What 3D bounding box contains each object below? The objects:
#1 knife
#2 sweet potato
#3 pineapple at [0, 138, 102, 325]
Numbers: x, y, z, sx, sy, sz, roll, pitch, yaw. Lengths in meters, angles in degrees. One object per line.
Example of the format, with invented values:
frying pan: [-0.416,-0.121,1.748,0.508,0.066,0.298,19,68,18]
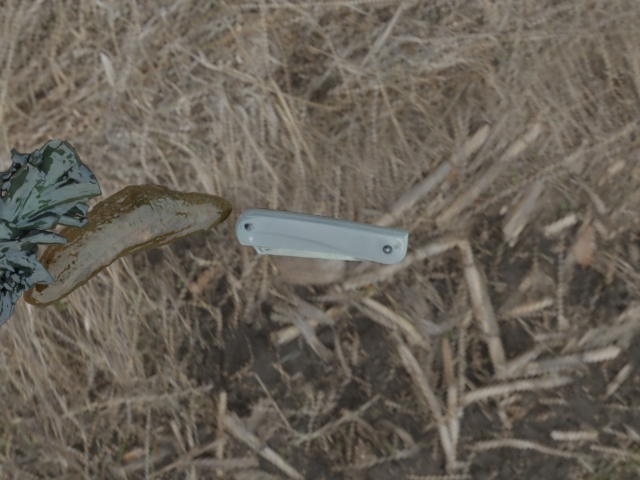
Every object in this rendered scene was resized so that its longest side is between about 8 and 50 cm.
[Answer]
knife: [0.001,-0.003,1.698,0.265,0.040,0.073,6,107,5]
sweet potato: [-0.273,-0.020,1.574,0.341,0.092,0.114,-28,127,-28]
pineapple: [-0.330,0.030,0.992,0.310,0.141,0.170,-47,136,-22]
